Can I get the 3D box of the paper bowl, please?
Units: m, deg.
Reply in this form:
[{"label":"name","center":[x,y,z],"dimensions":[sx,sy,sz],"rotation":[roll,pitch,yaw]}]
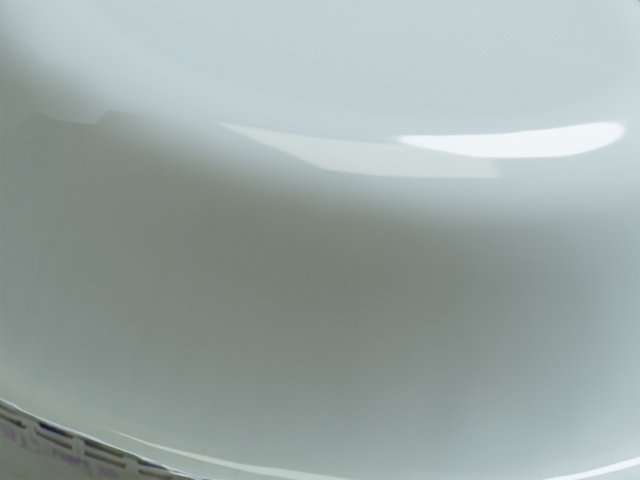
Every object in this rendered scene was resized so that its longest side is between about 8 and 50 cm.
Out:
[{"label":"paper bowl","center":[0.000,0.000,0.526],"dimensions":[0.284,0.148,0.284],"rotation":[7,28,-4]}]
